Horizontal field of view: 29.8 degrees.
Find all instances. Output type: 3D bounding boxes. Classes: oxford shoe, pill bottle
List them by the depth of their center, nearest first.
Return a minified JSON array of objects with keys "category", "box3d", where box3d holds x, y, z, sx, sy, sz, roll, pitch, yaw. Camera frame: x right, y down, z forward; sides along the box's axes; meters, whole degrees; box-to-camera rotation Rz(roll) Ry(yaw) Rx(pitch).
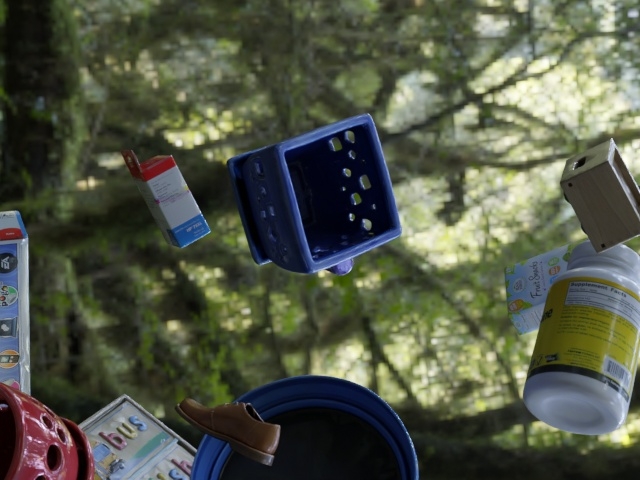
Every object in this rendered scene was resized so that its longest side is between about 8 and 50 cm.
[{"category":"oxford shoe","box3d":[-0.144,0.288,1.921,0.212,0.076,0.076,18,-97,35]},{"category":"pill bottle","box3d":[0.497,0.173,2.214,0.188,0.188,0.334,115,-3,-59]}]

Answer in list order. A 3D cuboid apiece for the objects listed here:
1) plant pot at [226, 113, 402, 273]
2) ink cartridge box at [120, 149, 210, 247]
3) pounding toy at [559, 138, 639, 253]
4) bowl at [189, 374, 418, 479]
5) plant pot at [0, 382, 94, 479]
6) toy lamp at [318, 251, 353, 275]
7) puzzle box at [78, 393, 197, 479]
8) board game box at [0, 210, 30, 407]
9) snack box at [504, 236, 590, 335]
[{"category":"plant pot","box3d":[-0.025,-0.080,2.161,0.212,0.236,0.236,-4,-76,52]},{"category":"ink cartridge box","box3d":[-0.333,-0.105,2.562,0.231,0.078,0.134,64,-16,-13]},{"category":"pounding toy","box3d":[0.460,-0.043,1.882,0.206,0.094,0.181,60,24,-10]},{"category":"bowl","box3d":[-0.027,0.415,2.045,0.077,0.391,0.391,76,-4,-52]},{"category":"plant pot","box3d":[-0.392,0.285,1.515,0.174,0.191,0.191,34,33,-52]},{"category":"toy lamp","box3d":[0.000,0.000,2.629,0.274,0.080,0.080,-131,-141,-60]},{"category":"puzzle box","box3d":[-0.344,0.428,2.077,0.052,0.272,0.409,-57,172,22]},{"category":"board game box","box3d":[-0.579,0.119,1.737,0.086,0.302,0.308,-126,-143,-53]},{"category":"snack box","box3d":[0.500,0.096,2.556,0.070,0.207,0.174,57,21,-27]}]
